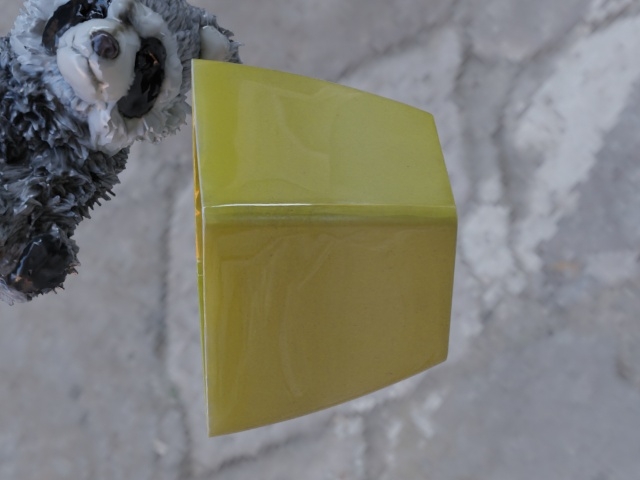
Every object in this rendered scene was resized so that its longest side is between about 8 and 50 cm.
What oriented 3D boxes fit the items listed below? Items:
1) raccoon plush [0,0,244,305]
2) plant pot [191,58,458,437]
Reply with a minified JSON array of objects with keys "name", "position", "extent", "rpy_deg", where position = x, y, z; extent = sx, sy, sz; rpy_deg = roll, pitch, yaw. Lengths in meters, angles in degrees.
[{"name":"raccoon plush","position":[-0.268,-0.127,1.736],"extent":[0.299,0.216,0.446],"rpy_deg":[-47,24,-15]},{"name":"plant pot","position":[0.000,0.000,1.454],"extent":[0.187,0.212,0.212],"rpy_deg":[-3,37,-5]}]
